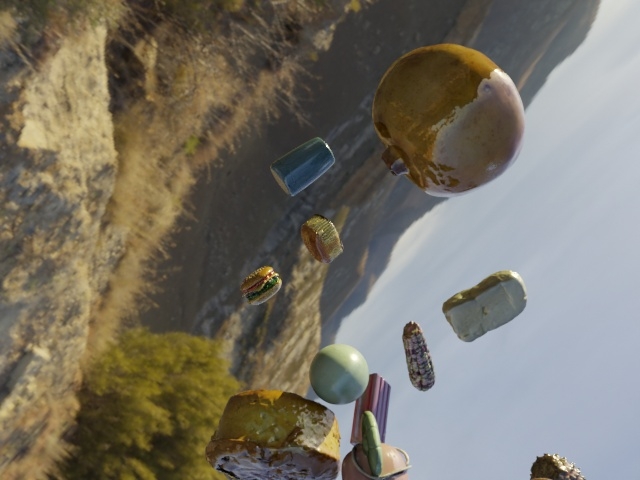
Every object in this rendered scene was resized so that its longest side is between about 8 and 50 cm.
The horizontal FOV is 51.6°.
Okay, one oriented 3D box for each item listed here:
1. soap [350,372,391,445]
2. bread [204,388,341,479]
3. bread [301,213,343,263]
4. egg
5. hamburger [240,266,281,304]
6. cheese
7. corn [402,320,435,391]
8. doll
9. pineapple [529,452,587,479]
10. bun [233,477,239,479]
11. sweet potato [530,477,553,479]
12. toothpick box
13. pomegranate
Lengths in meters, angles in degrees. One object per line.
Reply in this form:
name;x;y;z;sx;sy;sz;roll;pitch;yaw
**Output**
soap;0.144;0.489;1.875;0.122;0.065;0.203;49;44;-49
bread;-0.113;0.506;1.674;0.358;0.336;0.204;89;3;-61
bread;0.000;0.000;2.505;0.114;0.132;0.191;-39;130;-25
egg;0.046;0.334;1.653;0.149;0.149;0.192;-51;175;-5
hamburger;-0.229;0.173;2.523;0.162;0.115;0.162;-34;-174;4
cheese;0.513;0.196;2.047;0.263;0.159;0.093;-30;-155;15
corn;0.316;0.382;2.162;0.092;0.092;0.281;-49;134;-35
doll;0.152;0.542;1.487;0.284;0.216;0.268;83;-5;-50
pineapple;0.909;0.903;2.398;0.175;0.361;0.175;-40;-154;24
bun;-0.166;0.798;2.346;0.227;0.349;0.352;-20;-157;40
sweet potato;0.717;0.753;1.882;0.078;0.255;0.058;-32;138;-24
toothpick box;-0.050;-0.231;2.031;0.184;0.120;0.120;-35;175;-9
pomegranate;0.322;-0.304;1.743;0.417;0.416;0.416;-51;178;-3
